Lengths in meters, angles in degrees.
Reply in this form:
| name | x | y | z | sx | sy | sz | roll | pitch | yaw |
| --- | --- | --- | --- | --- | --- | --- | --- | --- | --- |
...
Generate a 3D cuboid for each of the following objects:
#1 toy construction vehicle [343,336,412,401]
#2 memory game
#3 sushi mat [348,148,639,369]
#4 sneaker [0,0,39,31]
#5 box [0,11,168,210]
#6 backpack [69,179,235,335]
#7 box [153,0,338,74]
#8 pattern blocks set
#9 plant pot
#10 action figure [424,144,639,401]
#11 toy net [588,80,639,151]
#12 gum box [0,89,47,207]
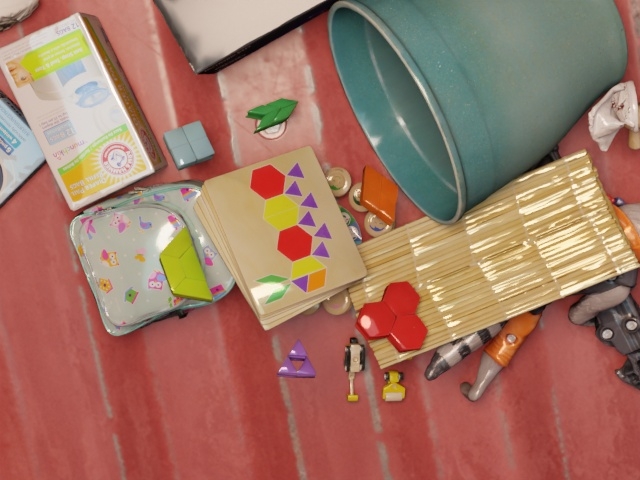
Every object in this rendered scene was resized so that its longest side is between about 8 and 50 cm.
| name | x | y | z | sx | sy | sz | roll | pitch | yaw |
| --- | --- | --- | --- | --- | --- | --- | --- | --- | --- |
| toy construction vehicle | 0.071 | 0.152 | 1.387 | 0.086 | 0.035 | 0.098 | -4 | 101 | -10 |
| memory game | 0.000 | 0.000 | 1.338 | 0.186 | 0.012 | 0.186 | -2 | 85 | 18 |
| sushi mat | 0.182 | 0.022 | 1.253 | 0.316 | 0.019 | 0.151 | -23 | 72 | 14 |
| sneaker | -0.449 | -0.292 | 1.296 | 0.232 | 0.090 | 0.115 | -7 | 95 | 1 |
| box | -0.277 | -0.151 | 1.305 | 0.114 | 0.103 | 0.203 | -24 | 98 | 4 |
| backpack | -0.187 | 0.014 | 1.313 | 0.188 | 0.144 | 0.166 | -19 | 93 | -3 |
| box | -0.041 | -0.289 | 1.242 | 0.261 | 0.184 | 0.103 | -29 | 95 | 5 |
| pattern blocks set | -0.040 | -0.004 | 1.249 | 0.285 | 0.026 | 0.325 | -12 | 75 | -14 |
| plant pot | 0.184 | -0.197 | 1.228 | 0.255 | 0.271 | 0.271 | -30 | 97 | -10 |
| action figure | 0.284 | 0.079 | 1.303 | 0.330 | 0.178 | 0.341 | -34 | 93 | 15 |
| toy net | 0.382 | -0.155 | 1.258 | 0.045 | 0.232 | 0.122 | 26 | 113 | 36 |
| gum box | -0.439 | -0.102 | 1.346 | 0.184 | 0.041 | 0.157 | -43 | 96 | 7 |
